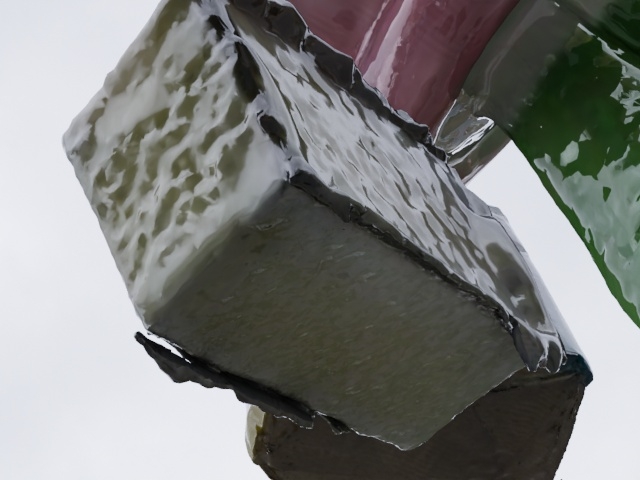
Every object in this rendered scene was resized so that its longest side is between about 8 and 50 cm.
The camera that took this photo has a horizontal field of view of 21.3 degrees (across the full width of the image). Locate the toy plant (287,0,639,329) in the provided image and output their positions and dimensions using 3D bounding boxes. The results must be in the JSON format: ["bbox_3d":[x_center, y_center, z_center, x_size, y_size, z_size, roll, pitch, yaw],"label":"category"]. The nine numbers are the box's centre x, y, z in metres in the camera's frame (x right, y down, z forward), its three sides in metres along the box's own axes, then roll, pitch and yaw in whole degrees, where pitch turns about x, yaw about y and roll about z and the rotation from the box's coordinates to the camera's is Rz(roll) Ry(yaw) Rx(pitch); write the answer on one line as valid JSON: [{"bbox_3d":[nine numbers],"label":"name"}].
[{"bbox_3d":[0.119,-0.099,0.854,0.210,0.356,0.317,-63,-16,19],"label":"toy plant"}]

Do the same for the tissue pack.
[{"bbox_3d":[0.044,0.059,1.088,0.192,0.271,0.134,14,-71,-11],"label":"tissue pack"}]

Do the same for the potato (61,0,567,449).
[{"bbox_3d":[0.001,0.001,0.413,0.061,0.086,0.122,-38,-39,18],"label":"potato"}]
